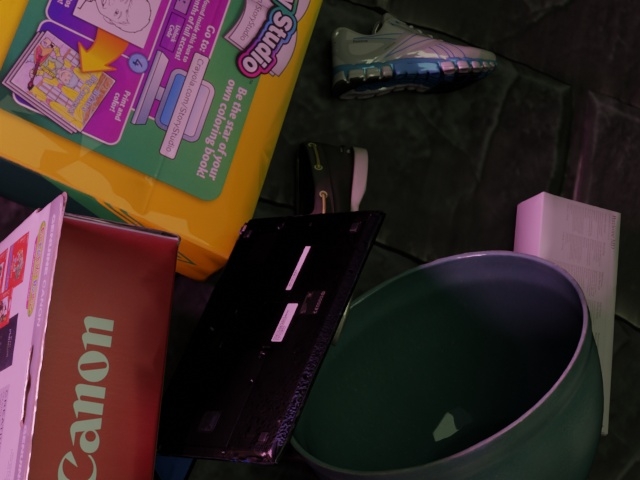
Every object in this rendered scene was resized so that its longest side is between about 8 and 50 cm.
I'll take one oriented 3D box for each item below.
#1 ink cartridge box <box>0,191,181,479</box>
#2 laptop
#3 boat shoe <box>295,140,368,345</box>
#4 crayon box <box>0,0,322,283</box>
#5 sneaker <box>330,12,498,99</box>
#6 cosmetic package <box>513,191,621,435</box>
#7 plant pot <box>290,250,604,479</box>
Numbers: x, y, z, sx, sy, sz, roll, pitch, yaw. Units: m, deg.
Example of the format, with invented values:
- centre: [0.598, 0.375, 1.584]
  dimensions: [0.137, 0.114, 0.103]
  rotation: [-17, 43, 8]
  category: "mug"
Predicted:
- centre: [-0.208, 0.145, 1.335]
  dimensions: [0.130, 0.272, 0.309]
  rotation: [12, 72, -22]
  category: "ink cartridge box"
- centre: [-0.044, 0.110, 1.409]
  dimensions: [0.136, 0.264, 0.234]
  rotation: [41, 61, -35]
  category: "laptop"
- centre: [0.000, 0.000, 1.567]
  dimensions: [0.069, 0.081, 0.227]
  rotation: [13, 50, -9]
  category: "boat shoe"
- centre: [-0.178, -0.188, 1.537]
  dimensions: [0.313, 0.106, 0.363]
  rotation: [25, 67, -18]
  category: "crayon box"
- centre: [0.095, -0.197, 1.691]
  dimensions: [0.191, 0.071, 0.083]
  rotation: [-4, 72, -26]
  category: "sneaker"
- centre: [0.247, 0.079, 1.688]
  dimensions: [0.099, 0.060, 0.239]
  rotation: [14, 71, -19]
  category: "cosmetic package"
- centre: [0.136, 0.177, 1.508]
  dimensions: [0.293, 0.293, 0.196]
  rotation: [-44, 123, -28]
  category: "plant pot"
